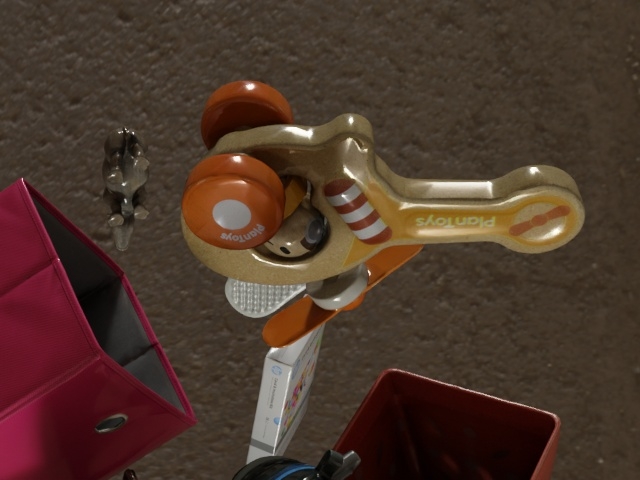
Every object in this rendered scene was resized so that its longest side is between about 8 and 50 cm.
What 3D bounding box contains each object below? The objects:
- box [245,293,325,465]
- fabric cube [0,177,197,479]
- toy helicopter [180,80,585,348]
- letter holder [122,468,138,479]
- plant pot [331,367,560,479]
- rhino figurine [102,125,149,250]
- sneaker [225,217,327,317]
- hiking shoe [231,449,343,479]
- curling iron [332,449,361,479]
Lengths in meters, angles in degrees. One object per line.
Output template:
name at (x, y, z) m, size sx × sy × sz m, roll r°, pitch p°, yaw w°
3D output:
box at (-0.041, 0.181, 1.162) m, size 0.038 × 0.186 × 0.145 m, roll 17°, pitch 32°, yaw 11°
fabric cube at (-0.338, 0.141, 1.047) m, size 0.258 × 0.254 × 0.259 m, roll -33°, pitch 59°, yaw -2°
toy helicopter at (0.053, -0.011, 0.837) m, size 0.355 × 0.235 × 0.140 m, roll 0°, pitch 41°, yaw 3°
letter holder at (-0.235, 0.408, 0.956) m, size 0.152 × 0.302 × 0.214 m, roll -11°, pitch 45°, yaw -24°
plant pot at (0.164, 0.377, 1.280) m, size 0.267 × 0.267 × 0.236 m, roll -51°, pitch 141°, yaw -38°
rhino figurine at (-0.309, -0.075, 1.478) m, size 0.073 × 0.243 × 0.106 m, roll -2°, pitch 47°, yaw -17°
sneaker at (0.000, 0.000, 1.396) m, size 0.126 × 0.321 × 0.127 m, roll 57°, pitch 30°, yaw -14°
hiking shoe at (-0.046, 0.303, 0.660) m, size 0.113 × 0.132 × 0.304 m, roll 11°, pitch 72°, yaw -14°
curling iron at (-0.065, 0.273, 0.835) m, size 0.274 × 0.068 × 0.035 m, roll -28°, pitch 93°, yaw -31°
